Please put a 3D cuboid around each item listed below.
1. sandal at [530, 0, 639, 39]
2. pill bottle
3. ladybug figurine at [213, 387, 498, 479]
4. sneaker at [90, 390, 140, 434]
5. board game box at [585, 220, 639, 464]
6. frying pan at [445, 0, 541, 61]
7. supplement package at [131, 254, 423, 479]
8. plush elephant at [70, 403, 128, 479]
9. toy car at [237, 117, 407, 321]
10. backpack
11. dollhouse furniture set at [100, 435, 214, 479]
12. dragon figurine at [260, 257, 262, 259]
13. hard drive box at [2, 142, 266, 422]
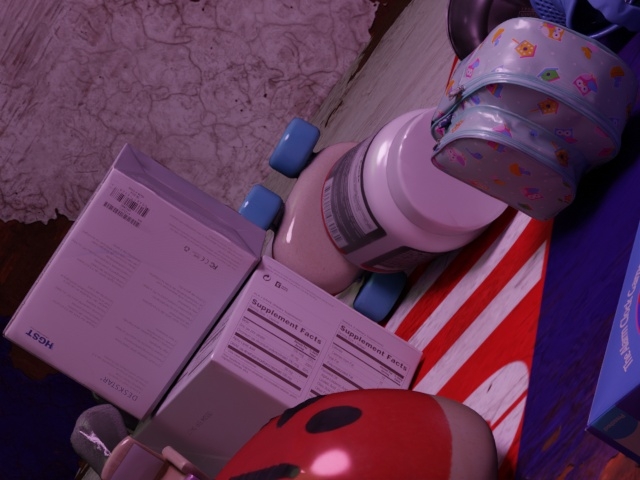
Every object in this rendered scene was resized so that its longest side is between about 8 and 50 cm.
[{"bbox_3d":[0.292,-0.272,1.807,0.138,0.126,0.317,-63,8,-11],"label":"sandal"},{"bbox_3d":[0.110,-0.058,1.910,0.161,0.161,0.283,-60,9,-15],"label":"pill bottle"},{"bbox_3d":[-0.004,0.249,1.426,0.305,0.162,0.449,-61,9,-27],"label":"ladybug figurine"},{"bbox_3d":[-0.160,0.160,2.321,0.169,0.257,0.447,-54,9,20],"label":"sneaker"},{"bbox_3d":[0.294,-0.041,1.066,0.233,0.078,0.347,-49,12,45],"label":"board game box"},{"bbox_3d":[0.203,-0.225,2.008,0.326,0.197,0.053,-57,40,13],"label":"frying pan"},{"bbox_3d":[-0.052,0.171,1.838,0.262,0.204,0.145,-45,15,55],"label":"supplement package"},{"bbox_3d":[-0.239,0.399,1.980,0.272,0.330,0.255,-44,-23,-43],"label":"plush elephant"},{"bbox_3d":[0.000,0.000,2.162,0.210,0.219,0.238,-61,3,-24],"label":"toy car"},{"bbox_3d":[0.199,-0.115,1.583,0.144,0.166,0.188,-65,7,-29],"label":"backpack"},{"bbox_3d":[-0.182,0.357,1.659,0.286,0.198,0.303,-56,36,-6],"label":"dollhouse furniture set"},{"bbox_3d":[-0.074,0.063,2.376,0.144,0.289,0.085,-8,-63,-44],"label":"dragon figurine"},{"bbox_3d":[-0.196,0.045,1.803,0.232,0.181,0.089,-53,9,19],"label":"hard drive box"}]
